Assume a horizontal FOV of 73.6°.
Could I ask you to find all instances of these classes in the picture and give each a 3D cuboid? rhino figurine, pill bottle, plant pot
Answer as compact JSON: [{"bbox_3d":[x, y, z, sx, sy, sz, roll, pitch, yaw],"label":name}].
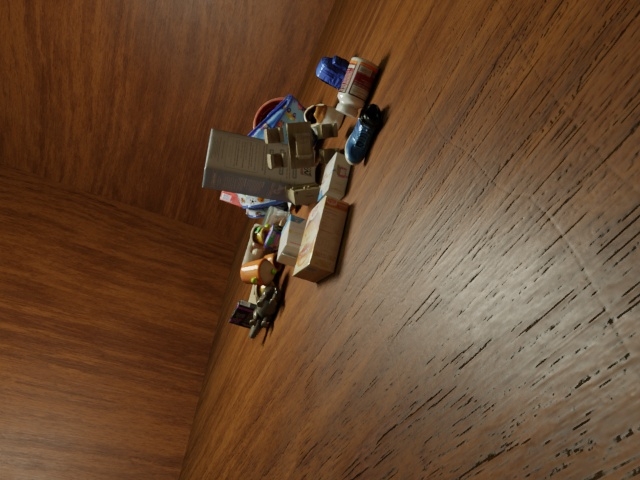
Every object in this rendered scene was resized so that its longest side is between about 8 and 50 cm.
[{"bbox_3d":[-0.197,0.254,1.474,0.106,0.073,0.243,-68,4,-59],"label":"rhino figurine"},{"bbox_3d":[0.101,-0.436,1.227,0.086,0.086,0.152,-119,50,-71],"label":"pill bottle"},{"bbox_3d":[-0.182,-0.527,2.090,0.265,0.272,0.272,-134,64,-83],"label":"plant pot"}]

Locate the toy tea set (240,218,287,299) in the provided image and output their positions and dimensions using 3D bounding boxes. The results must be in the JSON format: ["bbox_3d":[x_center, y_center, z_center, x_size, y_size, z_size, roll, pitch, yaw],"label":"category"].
[{"bbox_3d":[-0.171,0.054,1.562,0.124,0.200,0.336,-5,59,26],"label":"toy tea set"}]

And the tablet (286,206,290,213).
[{"bbox_3d":[-0.145,-0.114,1.884,0.083,0.006,0.054,-95,27,-58],"label":"tablet"}]

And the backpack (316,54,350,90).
[{"bbox_3d":[0.049,-0.643,1.613,0.098,0.120,0.101,-89,23,-52],"label":"backpack"}]

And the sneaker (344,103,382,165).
[{"bbox_3d":[0.106,-0.263,1.047,0.084,0.058,0.152,133,160,-76],"label":"sneaker"}]

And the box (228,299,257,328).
[{"bbox_3d":[-0.276,0.288,1.638,0.162,0.116,0.029,125,160,-46],"label":"box"}]

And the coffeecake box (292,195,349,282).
[{"bbox_3d":[0.000,0.000,1.085,0.142,0.068,0.185,140,147,-65],"label":"coffeecake box"}]

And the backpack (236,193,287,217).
[{"bbox_3d":[-0.256,-0.210,1.917,0.263,0.277,0.213,-140,33,-78],"label":"backpack"}]

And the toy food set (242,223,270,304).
[{"bbox_3d":[-0.268,0.114,1.725,0.306,0.092,0.219,94,-176,-50],"label":"toy food set"}]

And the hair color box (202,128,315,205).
[{"bbox_3d":[-0.209,-0.254,1.506,0.113,0.375,0.185,120,154,-54],"label":"hair color box"}]

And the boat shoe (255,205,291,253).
[{"bbox_3d":[-0.222,-0.002,1.868,0.118,0.103,0.320,-95,24,-56],"label":"boat shoe"}]

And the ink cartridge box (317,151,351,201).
[{"bbox_3d":[0.040,-0.168,1.183,0.088,0.052,0.122,139,149,-63],"label":"ink cartridge box"}]

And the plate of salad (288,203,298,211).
[{"bbox_3d":[-0.088,-0.208,1.715,0.200,0.048,0.199,-162,90,-86],"label":"plate of salad"}]

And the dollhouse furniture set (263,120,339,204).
[{"bbox_3d":[-0.060,-0.248,1.349,0.161,0.212,0.242,-132,35,-72],"label":"dollhouse furniture set"}]

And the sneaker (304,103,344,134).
[{"bbox_3d":[-0.004,-0.451,1.565,0.290,0.123,0.105,-154,81,-77],"label":"sneaker"}]

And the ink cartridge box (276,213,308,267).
[{"bbox_3d":[-0.070,0.012,1.277,0.090,0.092,0.143,123,161,-44],"label":"ink cartridge box"}]

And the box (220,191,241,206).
[{"bbox_3d":[-0.346,-0.245,2.198,0.142,0.300,0.154,-113,43,-68],"label":"box"}]

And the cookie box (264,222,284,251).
[{"bbox_3d":[-0.129,-0.002,1.481,0.040,0.107,0.092,-90,23,-46],"label":"cookie box"}]

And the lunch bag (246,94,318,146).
[{"bbox_3d":[-0.126,-0.412,1.691,0.293,0.221,0.138,-48,48,6],"label":"lunch bag"}]
